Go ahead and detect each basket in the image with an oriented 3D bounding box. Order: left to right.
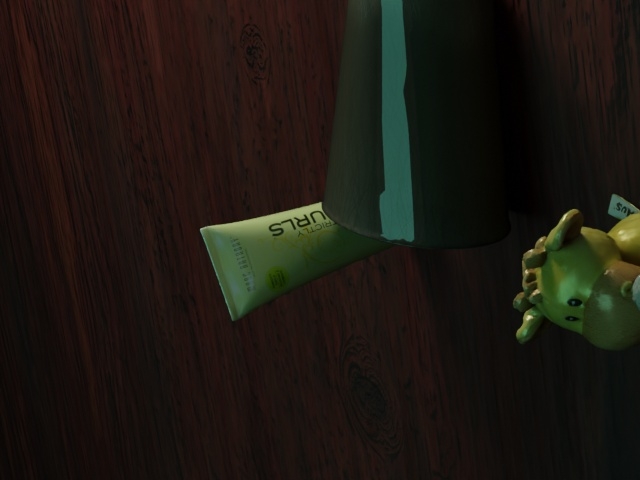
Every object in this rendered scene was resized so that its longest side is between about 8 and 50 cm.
[{"bbox_3d":[0.090,-0.129,1.480,0.204,0.154,0.227,25,122,48],"label":"basket"}]

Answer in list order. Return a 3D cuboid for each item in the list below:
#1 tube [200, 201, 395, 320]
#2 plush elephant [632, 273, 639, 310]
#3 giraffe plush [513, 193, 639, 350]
[{"bbox_3d":[0.000,0.000,1.585,0.070,0.240,0.062,47,142,35],"label":"tube"},{"bbox_3d":[0.336,0.059,1.084,0.330,0.272,0.255,-37,83,20],"label":"plush elephant"},{"bbox_3d":[0.245,0.021,1.287,0.210,0.170,0.181,16,118,53],"label":"giraffe plush"}]
